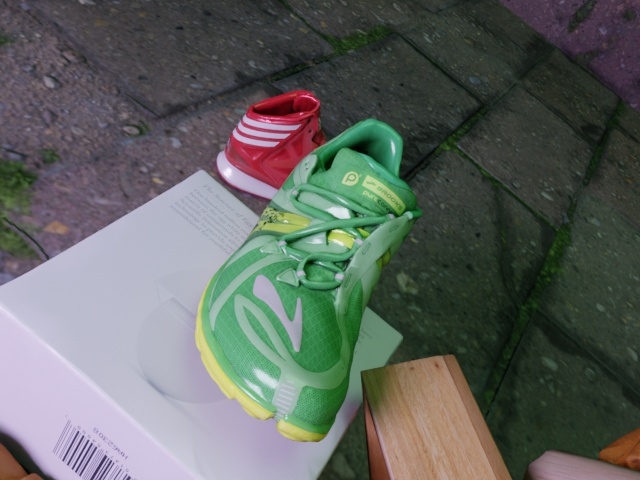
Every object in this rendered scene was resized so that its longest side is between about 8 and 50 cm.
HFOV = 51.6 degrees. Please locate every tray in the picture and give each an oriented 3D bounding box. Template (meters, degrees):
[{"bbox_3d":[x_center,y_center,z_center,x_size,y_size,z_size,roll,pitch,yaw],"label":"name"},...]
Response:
[{"bbox_3d":[0.105,0.278,0.339,0.076,0.203,0.411,-10,36,-6],"label":"tray"}]

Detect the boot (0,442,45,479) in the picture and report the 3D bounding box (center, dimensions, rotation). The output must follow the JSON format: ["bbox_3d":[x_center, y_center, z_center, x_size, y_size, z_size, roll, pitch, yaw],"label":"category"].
[{"bbox_3d":[-0.230,0.186,0.354,0.152,0.073,0.197,36,39,-8],"label":"boot"}]

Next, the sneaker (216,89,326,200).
[{"bbox_3d":[0.001,-0.093,0.783,0.221,0.128,0.087,14,43,-24],"label":"sneaker"}]

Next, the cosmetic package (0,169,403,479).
[{"bbox_3d":[-0.092,0.096,0.499,0.224,0.138,0.224,40,38,5],"label":"cosmetic package"}]

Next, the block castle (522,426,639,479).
[{"bbox_3d":[0.332,0.287,0.376,0.302,0.212,0.454,-21,94,-24],"label":"block castle"}]

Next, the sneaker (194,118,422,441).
[{"bbox_3d":[0.000,0.000,0.460,0.109,0.124,0.296,29,37,-10],"label":"sneaker"}]
